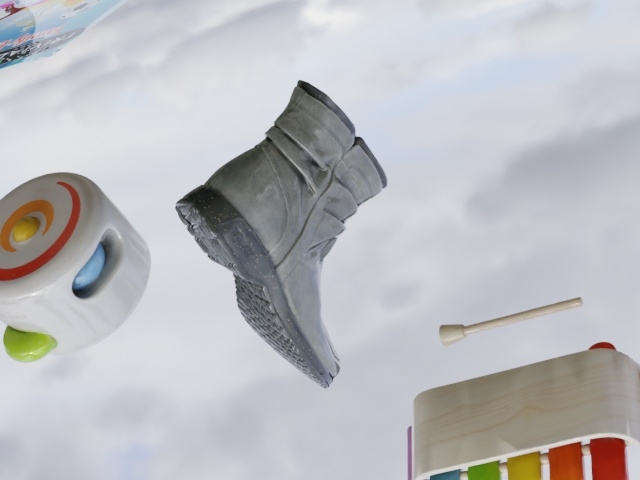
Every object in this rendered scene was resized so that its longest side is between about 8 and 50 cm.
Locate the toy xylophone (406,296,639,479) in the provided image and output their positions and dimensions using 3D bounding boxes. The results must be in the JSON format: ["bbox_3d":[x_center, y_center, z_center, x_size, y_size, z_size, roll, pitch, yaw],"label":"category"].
[{"bbox_3d":[0.238,0.193,1.884,0.322,0.081,0.236,-9,-129,28],"label":"toy xylophone"}]

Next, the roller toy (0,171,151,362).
[{"bbox_3d":[-0.310,0.021,1.884,0.191,0.146,0.209,-28,-137,10],"label":"roller toy"}]

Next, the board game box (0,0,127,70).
[{"bbox_3d":[-0.209,-0.215,1.208,0.336,0.079,0.254,-27,179,40],"label":"board game box"}]

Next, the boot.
[{"bbox_3d":[0.000,0.000,1.310,0.161,0.246,0.083,-42,-138,-15],"label":"boot"}]
